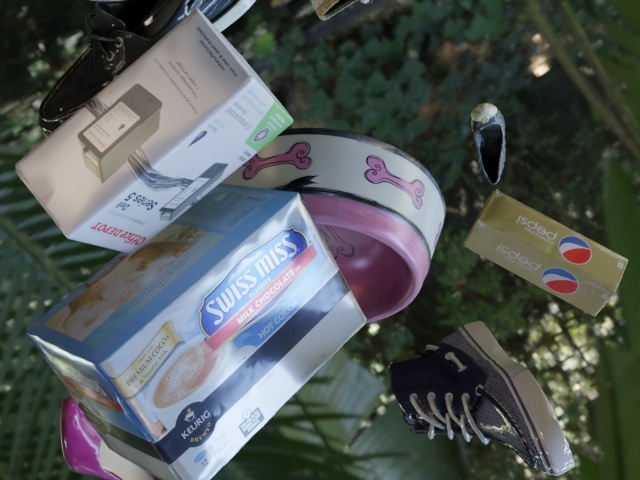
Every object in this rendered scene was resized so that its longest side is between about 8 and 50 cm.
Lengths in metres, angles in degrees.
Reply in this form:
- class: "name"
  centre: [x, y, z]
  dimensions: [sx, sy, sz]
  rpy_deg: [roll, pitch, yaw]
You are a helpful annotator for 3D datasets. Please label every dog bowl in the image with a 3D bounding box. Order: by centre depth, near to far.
- class: "dog bowl"
  centre: [0.000, 0.000, 1.621]
  dimensions: [0.408, 0.408, 0.150]
  rpy_deg: [-31, -138, 43]

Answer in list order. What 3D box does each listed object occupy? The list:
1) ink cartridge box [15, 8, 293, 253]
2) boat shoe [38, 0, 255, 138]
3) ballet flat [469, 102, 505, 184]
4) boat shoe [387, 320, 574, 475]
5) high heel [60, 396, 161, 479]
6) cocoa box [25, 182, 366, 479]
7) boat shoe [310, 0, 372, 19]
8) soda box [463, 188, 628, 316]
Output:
- class: "ink cartridge box"
  centre: [-0.187, -0.116, 1.159]
  dimensions: [0.273, 0.115, 0.198]
  rpy_deg: [-40, 168, 5]
- class: "boat shoe"
  centre: [-0.230, -0.261, 1.221]
  dimensions: [0.340, 0.127, 0.113]
  rpy_deg: [-37, 139, -2]
- class: "ballet flat"
  centre: [0.279, -0.161, 1.613]
  dimensions: [0.057, 0.049, 0.173]
  rpy_deg: [-13, 142, 10]
- class: "boat shoe"
  centre: [0.189, 0.218, 1.242]
  dimensions: [0.158, 0.127, 0.340]
  rpy_deg: [-25, -166, -2]
- class: "high heel"
  centre: [-0.363, 0.403, 1.871]
  dimensions: [0.181, 0.127, 0.377]
  rpy_deg: [-6, 142, 6]
- class: "cocoa box"
  centre: [-0.160, 0.112, 1.311]
  dimensions: [0.347, 0.228, 0.231]
  rpy_deg: [-42, -150, -26]
- class: "boat shoe"
  centre: [0.050, -0.317, 1.235]
  dimensions: [0.135, 0.045, 0.050]
  rpy_deg: [-20, 173, 27]
- class: "soda box"
  centre: [0.269, 0.014, 1.186]
  dimensions: [0.058, 0.181, 0.061]
  rpy_deg: [-57, 171, -35]
